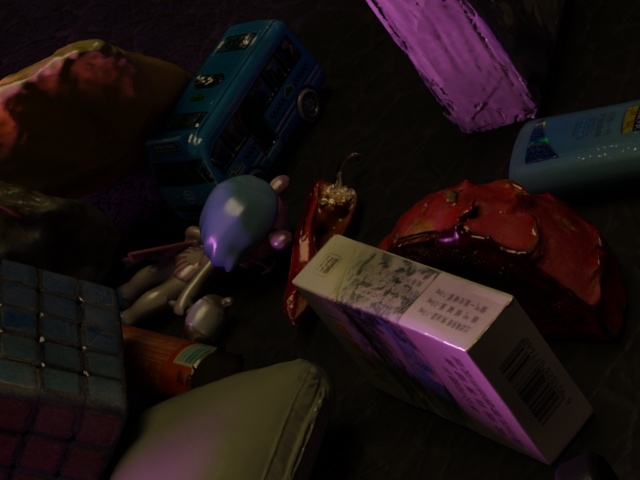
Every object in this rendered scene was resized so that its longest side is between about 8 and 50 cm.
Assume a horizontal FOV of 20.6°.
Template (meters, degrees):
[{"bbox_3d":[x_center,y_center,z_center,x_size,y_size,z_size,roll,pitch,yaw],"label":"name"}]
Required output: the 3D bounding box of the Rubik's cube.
[{"bbox_3d":[-0.342,0.170,1.778,0.237,0.237,0.238,-109,39,-55],"label":"Rubik's cube"}]

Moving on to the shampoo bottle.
[{"bbox_3d":[0.313,-0.097,1.734,0.258,0.061,0.104,-10,43,35],"label":"shampoo bottle"}]

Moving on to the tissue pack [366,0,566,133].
[{"bbox_3d":[0.176,-0.320,1.972,0.125,0.242,0.344,-18,37,33],"label":"tissue pack"}]

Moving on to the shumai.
[{"bbox_3d":[-0.384,0.101,2.005,0.304,0.309,0.263,-2,66,9],"label":"shumai"}]

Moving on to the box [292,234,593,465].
[{"bbox_3d":[0.106,0.095,1.592,0.069,0.164,0.256,-49,35,-16],"label":"box"}]

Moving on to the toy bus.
[{"bbox_3d":[-0.104,-0.145,2.112,0.113,0.134,0.246,-2,45,42],"label":"toy bus"}]

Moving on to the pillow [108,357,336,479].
[{"bbox_3d":[-0.123,0.259,1.633,0.255,0.120,0.322,-22,34,36],"label":"pillow"}]

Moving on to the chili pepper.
[{"bbox_3d":[0.000,0.000,1.921,0.050,0.059,0.268,117,172,-50],"label":"chili pepper"}]

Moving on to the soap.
[{"bbox_3d":[-0.300,-0.123,2.127,0.306,0.115,0.427,-36,-8,9],"label":"soap"}]

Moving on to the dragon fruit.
[{"bbox_3d":[0.166,0.014,1.676,0.261,0.163,0.189,-3,18,41],"label":"dragon fruit"}]

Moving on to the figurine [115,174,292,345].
[{"bbox_3d":[-0.142,0.031,1.960,0.260,0.103,0.205,-31,30,26],"label":"figurine"}]

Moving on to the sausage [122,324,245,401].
[{"bbox_3d":[-0.187,0.131,1.904,0.264,0.083,0.083,9,54,50],"label":"sausage"}]

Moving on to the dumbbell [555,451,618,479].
[{"bbox_3d":[0.157,0.250,1.415,0.191,0.100,0.100,-26,34,15],"label":"dumbbell"}]
